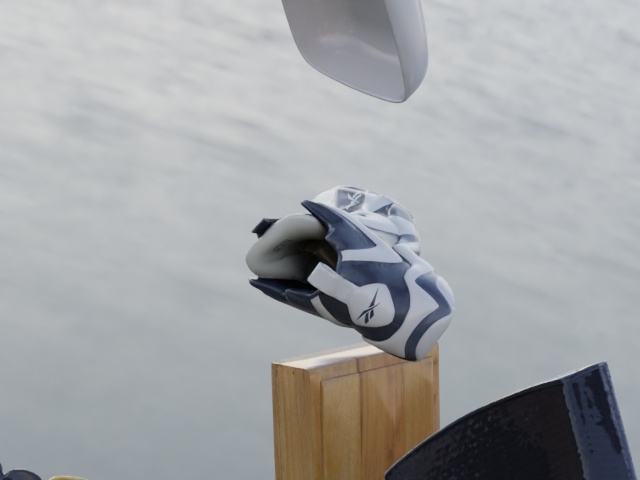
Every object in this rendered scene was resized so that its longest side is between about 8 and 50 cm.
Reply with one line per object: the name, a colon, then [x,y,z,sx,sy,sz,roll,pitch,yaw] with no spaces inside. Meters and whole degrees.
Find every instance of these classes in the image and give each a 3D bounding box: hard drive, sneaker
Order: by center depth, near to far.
sneaker: [0.000,0.000,1.543,0.153,0.094,0.235,27,21,-30]
hard drive: [0.152,0.215,1.583,0.054,0.254,0.172,9,60,-38]

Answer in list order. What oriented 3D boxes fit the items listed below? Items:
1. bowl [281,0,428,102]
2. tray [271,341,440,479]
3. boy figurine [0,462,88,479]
bowl: [0.029,-0.187,1.498,0.053,0.142,0.142,-37,41,-26]
tray: [0.049,0.329,2.204,0.203,0.411,0.076,-9,12,-40]
boy figurine: [-0.274,0.276,1.912,0.177,0.092,0.285,22,-6,17]
